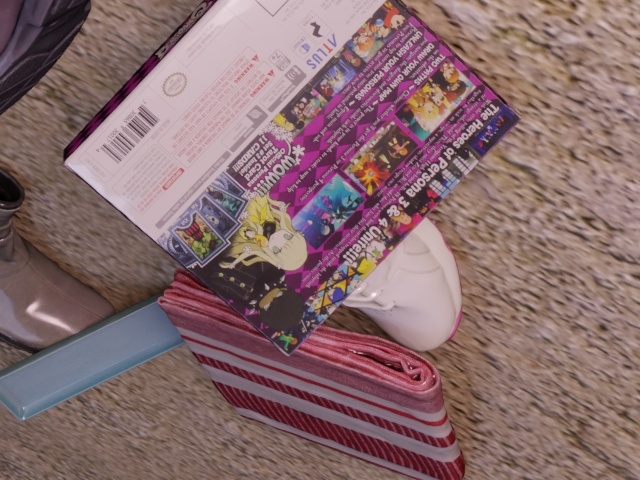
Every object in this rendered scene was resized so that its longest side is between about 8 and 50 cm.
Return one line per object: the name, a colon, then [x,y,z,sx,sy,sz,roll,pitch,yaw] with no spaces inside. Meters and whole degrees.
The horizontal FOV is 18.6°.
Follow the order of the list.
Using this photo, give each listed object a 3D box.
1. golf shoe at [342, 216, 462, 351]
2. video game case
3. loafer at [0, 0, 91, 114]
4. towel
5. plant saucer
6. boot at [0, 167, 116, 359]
golf shoe: [0.000,0.000,1.453,0.115,0.140,0.306,-3,137,40]
video game case: [-0.018,-0.071,1.308,0.210,0.232,0.042,41,-173,-18]
loafer: [-0.228,-0.180,1.439,0.095,0.109,0.302,51,141,2]
towel: [0.006,0.126,1.662,0.237,0.037,0.329,19,163,15]
plant saucer: [-0.208,0.105,1.783,0.192,0.018,0.067,-27,136,9]
boot: [-0.288,0.005,1.760,0.247,0.083,0.161,28,143,1]
